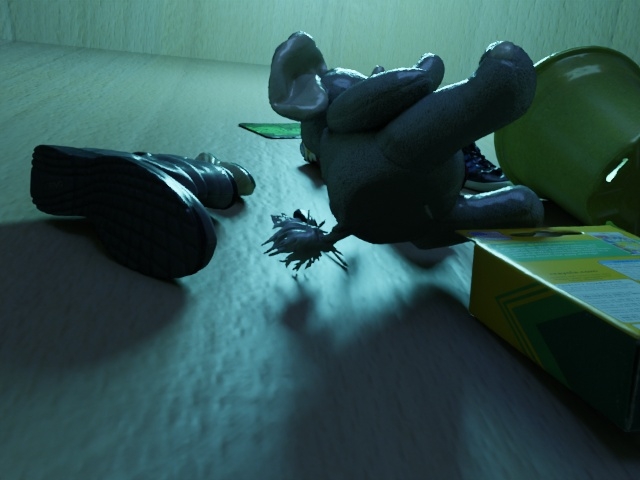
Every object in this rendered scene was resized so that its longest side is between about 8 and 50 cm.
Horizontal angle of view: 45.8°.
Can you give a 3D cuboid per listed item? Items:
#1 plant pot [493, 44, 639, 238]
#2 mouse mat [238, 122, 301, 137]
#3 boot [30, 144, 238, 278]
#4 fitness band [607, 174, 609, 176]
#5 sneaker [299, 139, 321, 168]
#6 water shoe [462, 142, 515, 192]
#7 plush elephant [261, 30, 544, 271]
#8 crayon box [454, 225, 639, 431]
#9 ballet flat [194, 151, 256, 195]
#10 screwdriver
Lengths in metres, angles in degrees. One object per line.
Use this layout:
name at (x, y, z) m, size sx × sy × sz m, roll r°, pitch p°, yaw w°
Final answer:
plant pot at (0.442, -0.128, 1.168) m, size 0.276 × 0.276 × 0.254 m, roll 3°, pitch 31°, yaw -11°
mouse mat at (-0.071, -0.248, 1.705) m, size 0.190 × 0.007 × 0.153 m, roll -7°, pitch 23°, yaw -33°
boot at (-0.181, -0.058, 0.932) m, size 0.338 × 0.118 × 0.223 m, roll 27°, pitch 22°, yaw 38°
fitness band at (0.510, -0.184, 1.643) m, size 0.209 × 0.054 × 0.291 m, roll 6°, pitch 17°, yaw 8°
sneaker at (-0.002, -0.159, 1.377) m, size 0.084 × 0.069 × 0.185 m, roll 1°, pitch 11°, yaw 11°
water shoe at (0.269, -0.143, 1.379) m, size 0.203 × 0.080 × 0.073 m, roll 21°, pitch 24°, yaw 38°
plush elephant at (0.076, -0.123, 0.891) m, size 0.330 × 0.272 × 0.255 m, roll -21°, pitch 49°, yaw 11°
crayon box at (0.281, 0.063, 0.715) m, size 0.203 × 0.083 × 0.323 m, roll -2°, pitch 15°, yaw -14°
ballet flat at (-0.155, -0.093, 1.156) m, size 0.052 × 0.057 × 0.168 m, roll -33°, pitch 30°, yaw -20°
screwdriver at (0.000, 0.000, 0.969) m, size 0.024 × 0.025 × 0.170 m, roll -1°, pitch 28°, yaw -23°
